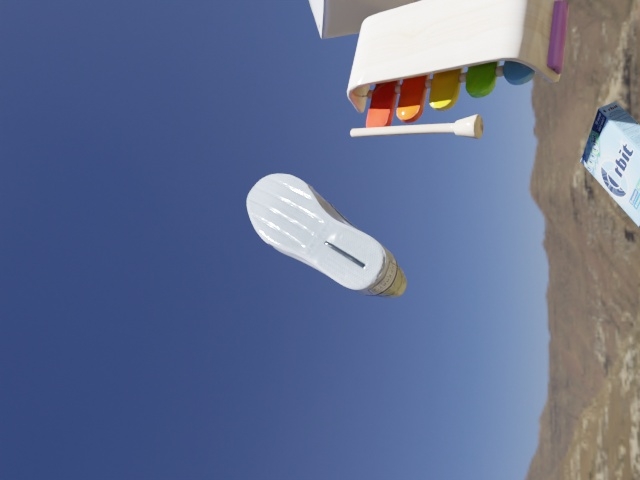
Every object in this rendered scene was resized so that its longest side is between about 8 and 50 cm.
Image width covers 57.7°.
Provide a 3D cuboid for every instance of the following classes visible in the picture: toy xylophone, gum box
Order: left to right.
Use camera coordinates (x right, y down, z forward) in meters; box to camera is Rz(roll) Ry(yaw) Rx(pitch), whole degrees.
[{"bbox_3d":[0.155,-0.231,0.787,0.081,0.323,0.236,27,-102,-47],"label":"toy xylophone"},{"bbox_3d":[0.573,-0.141,1.086,0.157,0.041,0.184,72,174,-57],"label":"gum box"}]

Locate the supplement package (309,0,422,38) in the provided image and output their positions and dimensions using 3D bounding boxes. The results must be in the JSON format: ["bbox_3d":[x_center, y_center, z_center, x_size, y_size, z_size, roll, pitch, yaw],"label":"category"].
[{"bbox_3d":[0.124,-0.535,1.124,0.175,0.293,0.177,95,161,-67],"label":"supplement package"}]

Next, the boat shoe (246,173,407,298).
[{"bbox_3d":[0.000,0.000,0.858,0.109,0.302,0.094,-50,-39,-1],"label":"boat shoe"}]
